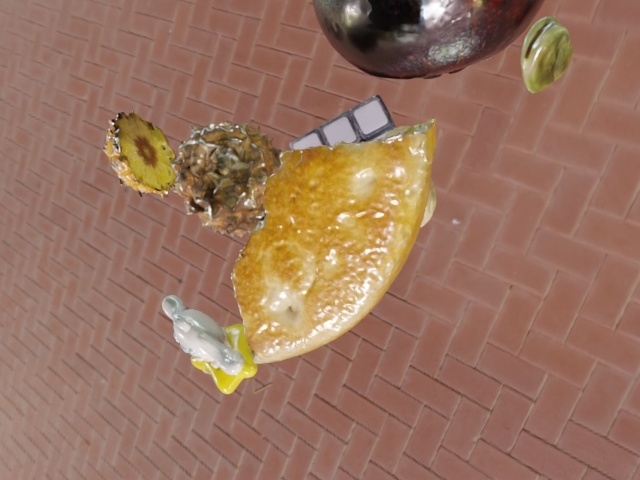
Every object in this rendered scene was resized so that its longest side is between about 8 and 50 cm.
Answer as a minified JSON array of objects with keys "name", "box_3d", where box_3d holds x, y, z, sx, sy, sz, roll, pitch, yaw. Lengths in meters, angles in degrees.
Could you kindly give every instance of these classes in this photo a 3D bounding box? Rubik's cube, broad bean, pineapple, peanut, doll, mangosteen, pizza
[{"name":"Rubik's cube","box_3d":[0.122,-0.210,1.493,0.303,0.305,0.301,-26,85,11]},{"name":"broad bean","box_3d":[0.572,-0.456,1.239,0.153,0.207,0.072,-33,49,3]},{"name":"pineapple","box_3d":[-0.409,-0.187,1.106,0.076,0.225,0.225,-22,80,21]},{"name":"peanut","box_3d":[0.217,-0.158,1.179,0.123,0.123,0.257,-15,77,29]},{"name":"doll","box_3d":[-0.114,0.110,0.525,0.071,0.113,0.135,-49,27,-15]},{"name":"mangosteen","box_3d":[0.125,-0.346,0.592,0.300,0.300,0.300,1,92,30]},{"name":"pineapple","box_3d":[-0.122,-0.083,0.692,0.166,0.193,0.166,0,78,2]},{"name":"pizza","box_3d":[0.003,0.006,0.424,0.134,0.056,0.271,28,112,11]}]
